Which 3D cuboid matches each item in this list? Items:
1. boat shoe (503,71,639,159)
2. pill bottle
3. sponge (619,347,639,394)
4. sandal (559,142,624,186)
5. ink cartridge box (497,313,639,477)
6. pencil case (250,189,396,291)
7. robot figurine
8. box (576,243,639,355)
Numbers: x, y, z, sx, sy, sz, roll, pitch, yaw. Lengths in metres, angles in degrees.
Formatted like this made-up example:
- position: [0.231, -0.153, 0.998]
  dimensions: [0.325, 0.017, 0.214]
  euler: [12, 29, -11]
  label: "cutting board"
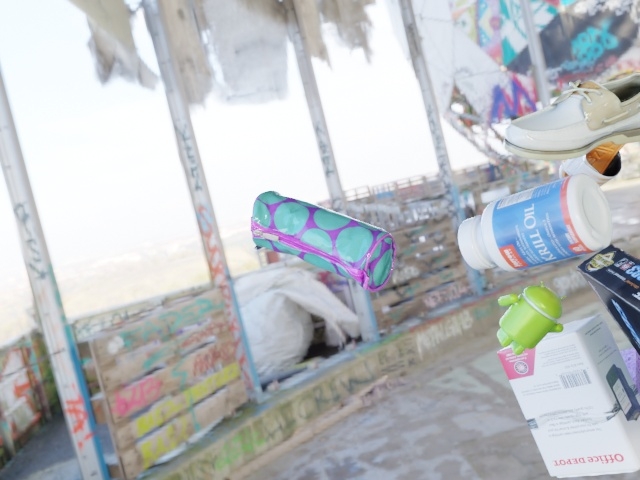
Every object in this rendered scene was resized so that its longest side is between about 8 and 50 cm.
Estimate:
- position: [0.416, -0.204, 1.131]
  dimensions: [0.302, 0.103, 0.113]
  euler: [-16, 36, -27]
  label: "boat shoe"
- position: [0.338, -0.018, 1.144]
  dimensions: [0.221, 0.124, 0.124]
  euler: [-21, -3, 44]
  label: "pill bottle"
- position: [0.573, 0.300, 1.490]
  dimensions: [0.031, 0.117, 0.210]
  euler: [32, -34, -24]
  label: "sponge"
- position: [0.596, -0.175, 1.510]
  dimensions: [0.101, 0.076, 0.265]
  euler: [8, -34, -8]
  label: "sandal"
- position: [0.436, 0.267, 1.211]
  dimensions: [0.100, 0.237, 0.172]
  euler: [-19, -6, -41]
  label: "ink cartridge box"
- position: [0.000, 0.000, 0.722]
  dimensions: [0.151, 0.065, 0.070]
  euler: [20, 35, 26]
  label: "pencil case"
- position: [0.319, 0.117, 1.079]
  dimensions: [0.115, 0.101, 0.067]
  euler: [-56, 8, 17]
  label: "robot figurine"
- position: [0.481, 0.163, 0.922]
  dimensions: [0.073, 0.296, 0.293]
  euler: [-35, 9, 7]
  label: "box"
